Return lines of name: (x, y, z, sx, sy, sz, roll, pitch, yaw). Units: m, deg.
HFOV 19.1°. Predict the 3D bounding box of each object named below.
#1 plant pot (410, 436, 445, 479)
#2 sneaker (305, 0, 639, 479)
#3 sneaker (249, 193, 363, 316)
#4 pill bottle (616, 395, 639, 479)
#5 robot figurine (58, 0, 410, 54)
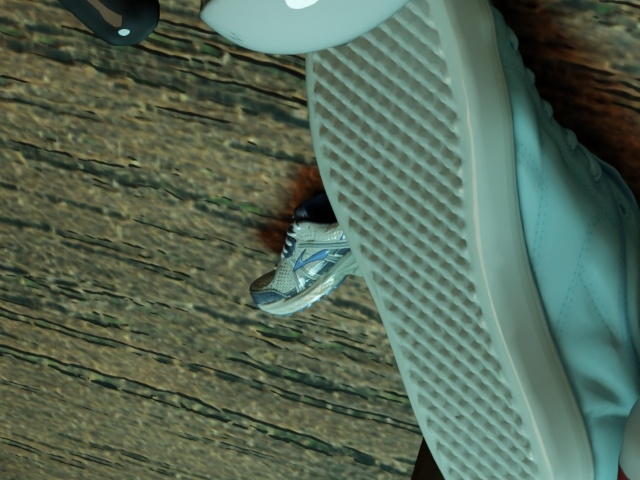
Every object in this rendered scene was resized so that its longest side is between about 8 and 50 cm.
plant pot: (0.126, 0.153, 1.186, 0.167, 0.165, 0.167, 15, 137, 14)
sneaker: (0.102, -0.025, 1.062, 0.135, 0.150, 0.366, 5, 116, 48)
sneaker: (0.000, 0.000, 1.192, 0.135, 0.052, 0.058, -29, 105, 37)
pill bottle: (0.263, 0.200, 1.003, 0.229, 0.229, 0.408, 9, 102, 21)
robot figurine: (-0.051, -0.215, 0.882, 0.278, 0.173, 0.209, 45, 137, -7)
